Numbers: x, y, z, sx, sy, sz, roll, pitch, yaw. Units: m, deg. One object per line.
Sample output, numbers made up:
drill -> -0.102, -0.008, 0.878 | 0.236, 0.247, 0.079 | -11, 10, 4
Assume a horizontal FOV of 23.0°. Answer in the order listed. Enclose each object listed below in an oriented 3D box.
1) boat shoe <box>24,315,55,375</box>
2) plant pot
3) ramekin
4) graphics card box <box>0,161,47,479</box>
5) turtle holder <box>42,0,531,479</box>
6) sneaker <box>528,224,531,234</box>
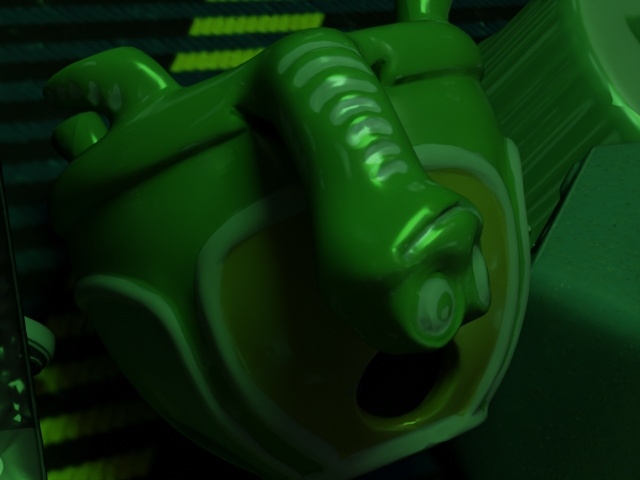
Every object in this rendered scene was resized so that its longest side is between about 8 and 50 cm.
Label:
boat shoe -> -0.203, 0.056, 0.782 | 0.142, 0.049, 0.040 | 10, 56, -21
plant pot -> 0.221, 0.084, 0.925 | 0.252, 0.247, 0.248 | 30, 42, 5
ramekin -> 0.249, -0.074, 1.136 | 0.303, 0.148, 0.303 | 20, 46, -22
graphics card box -> -0.260, -0.008, 0.714 | 0.232, 0.094, 0.371 | -5, 56, -18
turtle holder -> 0.010, -0.002, 0.787 | 0.243, 0.320, 0.227 | -16, 85, -41
sneaker -> 0.069, -0.030, 0.970 | 0.063, 0.162, 0.073 | -36, 107, -17
